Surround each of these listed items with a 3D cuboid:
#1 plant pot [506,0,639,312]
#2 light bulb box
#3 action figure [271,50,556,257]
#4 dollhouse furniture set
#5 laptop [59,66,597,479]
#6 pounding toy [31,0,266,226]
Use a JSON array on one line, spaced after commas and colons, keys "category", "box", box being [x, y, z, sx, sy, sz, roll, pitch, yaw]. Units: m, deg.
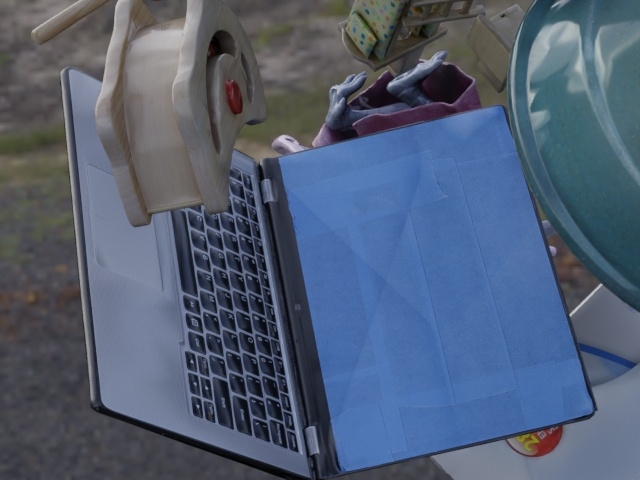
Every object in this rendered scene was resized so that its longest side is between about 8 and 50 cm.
[{"category": "plant pot", "box": [0.360, -0.140, 1.176, 0.341, 0.341, 0.334, -14, -16, -29]}, {"category": "light bulb box", "box": [0.379, 0.218, 1.789, 0.358, 0.361, 0.225, 46, 19, 13]}, {"category": "action figure", "box": [0.164, -0.042, 2.045, 0.276, 0.370, 0.248, -36, 23, -8]}, {"category": "dollhouse furniture set", "box": [0.098, -0.165, 1.550, 0.101, 0.182, 0.161, -30, 70, -27]}, {"category": "laptop", "box": [0.000, 0.000, 1.557, 0.236, 0.382, 0.408, -36, -43, 29]}, {"category": "pounding toy", "box": [-0.140, -0.119, 1.377, 0.155, 0.154, 0.269, -10, 45, 14]}]
